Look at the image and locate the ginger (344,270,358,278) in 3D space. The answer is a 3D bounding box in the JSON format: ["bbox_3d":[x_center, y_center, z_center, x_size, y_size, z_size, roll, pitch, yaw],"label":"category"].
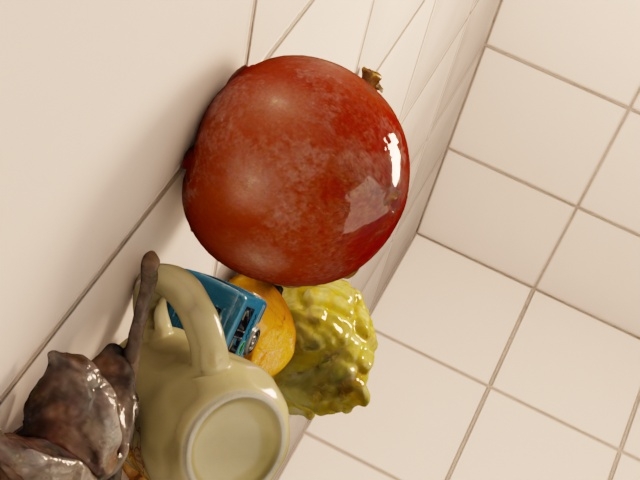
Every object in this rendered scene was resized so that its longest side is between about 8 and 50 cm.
[{"bbox_3d":[0.060,0.031,2.676,0.190,0.069,0.095,90,22,-68],"label":"ginger"}]

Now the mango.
[{"bbox_3d":[-0.110,0.128,1.814,0.141,0.102,0.217,-55,152,-22],"label":"mango"}]

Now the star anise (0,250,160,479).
[{"bbox_3d":[-0.249,0.220,1.158,0.316,0.139,0.359,-63,174,-59],"label":"star anise"}]

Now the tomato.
[{"bbox_3d":[-0.019,-0.074,1.325,0.264,0.265,0.265,-62,171,-17],"label":"tomato"}]

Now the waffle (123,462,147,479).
[{"bbox_3d":[-0.180,0.309,1.791,0.224,0.098,0.327,-44,166,-9],"label":"waffle"}]

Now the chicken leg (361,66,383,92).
[{"bbox_3d":[0.064,-0.198,2.040,0.101,0.085,0.207,-32,139,-54],"label":"chicken leg"}]

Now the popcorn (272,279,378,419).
[{"bbox_3d":[-0.015,0.203,2.152,0.237,0.293,0.292,-107,-140,-75],"label":"popcorn"}]

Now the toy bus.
[{"bbox_3d":[-0.173,0.164,1.527,0.246,0.114,0.134,-65,167,-4],"label":"toy bus"}]

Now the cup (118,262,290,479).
[{"bbox_3d":[-0.135,0.161,1.331,0.173,0.202,0.255,11,94,-36],"label":"cup"}]

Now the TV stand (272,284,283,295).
[{"bbox_3d":[-0.137,0.156,1.936,0.256,0.049,0.040,-55,165,-45],"label":"TV stand"}]
